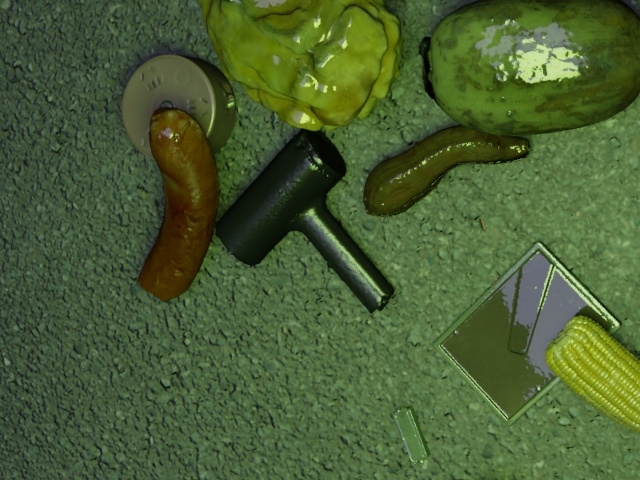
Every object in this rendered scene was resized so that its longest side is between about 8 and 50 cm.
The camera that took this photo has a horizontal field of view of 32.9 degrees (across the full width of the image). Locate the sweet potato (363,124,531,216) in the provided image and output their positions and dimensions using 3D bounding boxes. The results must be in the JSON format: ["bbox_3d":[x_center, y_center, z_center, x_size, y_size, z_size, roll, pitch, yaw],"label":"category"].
[{"bbox_3d":[0.153,-0.100,1.398,0.233,0.062,0.081,-23,125,19],"label":"sweet potato"}]

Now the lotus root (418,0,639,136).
[{"bbox_3d":[0.273,-0.219,1.296,0.309,0.173,0.173,-4,93,19],"label":"lotus root"}]

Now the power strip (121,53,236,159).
[{"bbox_3d":[-0.196,-0.185,1.520,0.154,0.078,0.154,2,95,22],"label":"power strip"}]

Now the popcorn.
[{"bbox_3d":[-0.024,-0.274,1.377,0.286,0.215,0.252,31,111,20],"label":"popcorn"}]

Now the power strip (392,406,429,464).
[{"bbox_3d":[0.124,0.265,1.469,0.027,0.017,0.083,-22,86,22],"label":"power strip"}]

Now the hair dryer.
[{"bbox_3d":[0.000,0.000,1.463,0.251,0.089,0.197,47,109,5],"label":"hair dryer"}]

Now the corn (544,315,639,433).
[{"bbox_3d":[0.358,0.168,1.336,0.165,0.063,0.085,37,85,1],"label":"corn"}]

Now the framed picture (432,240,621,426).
[{"bbox_3d":[0.264,0.122,1.403,0.150,0.015,0.203,46,109,12],"label":"framed picture"}]

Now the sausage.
[{"bbox_3d":[-0.192,-0.047,1.484,0.102,0.076,0.302,1,127,-14],"label":"sausage"}]
